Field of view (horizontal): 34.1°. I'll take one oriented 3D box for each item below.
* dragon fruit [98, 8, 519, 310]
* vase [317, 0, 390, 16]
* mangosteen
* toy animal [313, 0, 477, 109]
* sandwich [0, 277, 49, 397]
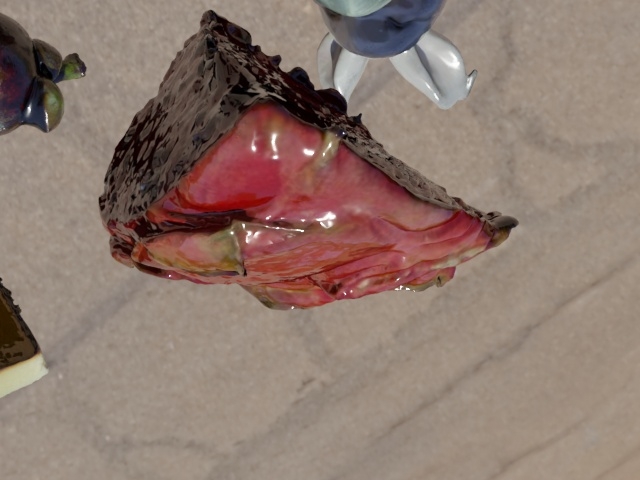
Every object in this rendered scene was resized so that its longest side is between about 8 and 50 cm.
[{"bbox_3d":[-0.006,0.008,0.838,0.329,0.286,0.228,31,100,-25],"label":"dragon fruit"},{"bbox_3d":[-0.058,-0.164,0.424,0.096,0.219,0.096,-44,152,-32],"label":"vase"},{"bbox_3d":[-0.401,-0.204,1.296,0.184,0.172,0.172,16,134,-3],"label":"mangosteen"},{"bbox_3d":[0.082,-0.280,1.063,0.209,0.154,0.325,2,138,7],"label":"toy animal"},{"bbox_3d":[-0.363,0.079,0.953,0.162,0.193,0.058,-28,149,-20],"label":"sandwich"}]
